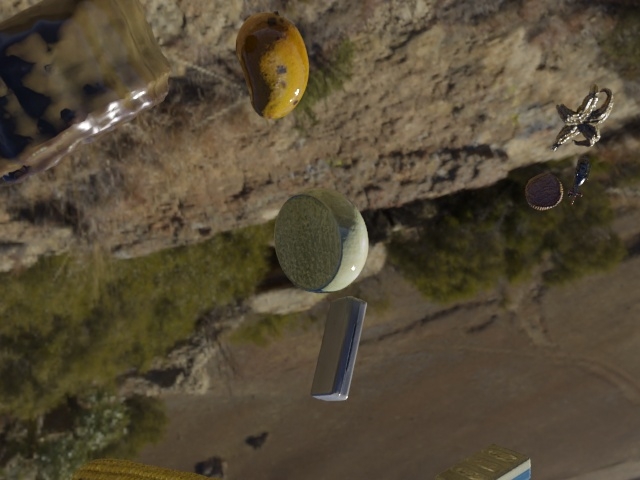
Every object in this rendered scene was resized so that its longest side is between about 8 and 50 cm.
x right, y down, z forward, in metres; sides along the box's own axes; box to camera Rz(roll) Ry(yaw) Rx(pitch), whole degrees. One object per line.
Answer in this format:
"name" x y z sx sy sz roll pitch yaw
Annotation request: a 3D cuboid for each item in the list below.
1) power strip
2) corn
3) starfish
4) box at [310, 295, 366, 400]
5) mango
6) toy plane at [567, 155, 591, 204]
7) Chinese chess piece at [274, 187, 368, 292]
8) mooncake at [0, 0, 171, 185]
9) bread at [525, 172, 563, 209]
"power strip" 0.189 0.276 0.911 0.123 0.032 0.056 -12 -165 -42
"corn" -0.160 0.262 0.761 0.248 0.081 0.081 -4 164 39
"starfish" 0.655 -0.297 1.970 0.150 0.053 0.210 34 130 -11
"box" 0.043 0.255 1.849 0.055 0.244 0.103 24 157 -27
"mango" -0.077 -0.295 1.314 0.115 0.090 0.178 -16 112 0
"toy plane" 0.689 -0.164 2.084 0.037 0.145 0.060 16 174 8
"Chinese chess piece" 0.000 0.000 1.844 0.101 0.250 0.250 -12 158 -43
"mooncake" -0.364 -0.216 1.063 0.324 0.324 0.187 -22 111 15
"bread" 0.497 -0.107 1.736 0.085 0.085 0.053 -22 172 15
